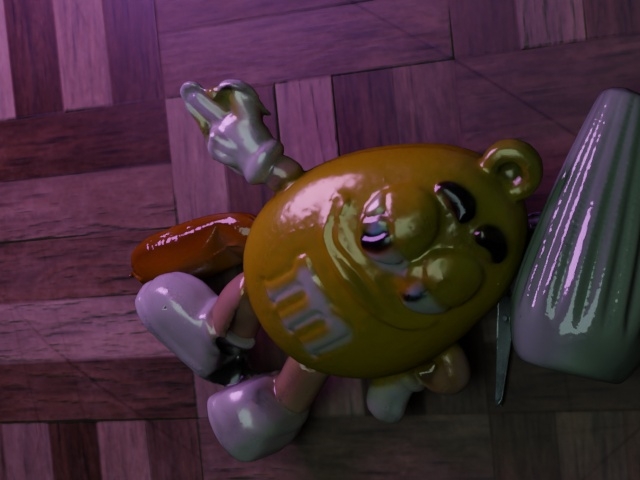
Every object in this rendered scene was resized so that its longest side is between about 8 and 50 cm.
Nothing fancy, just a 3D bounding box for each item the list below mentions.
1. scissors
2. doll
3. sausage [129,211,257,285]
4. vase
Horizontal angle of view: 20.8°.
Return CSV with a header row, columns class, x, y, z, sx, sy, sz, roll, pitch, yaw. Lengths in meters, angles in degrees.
class,x,y,z,sx,sy,sz,roll,pitch,yaw
scissors,0.172,0.062,1.612,0.100,0.015,0.189,11,101,34
doll,-0.003,0.031,1.623,0.348,0.161,0.423,25,126,12
sausage,-0.121,0.007,1.759,0.183,0.054,0.062,-20,124,30
vase,0.244,-0.006,1.505,0.128,0.128,0.248,15,92,29
